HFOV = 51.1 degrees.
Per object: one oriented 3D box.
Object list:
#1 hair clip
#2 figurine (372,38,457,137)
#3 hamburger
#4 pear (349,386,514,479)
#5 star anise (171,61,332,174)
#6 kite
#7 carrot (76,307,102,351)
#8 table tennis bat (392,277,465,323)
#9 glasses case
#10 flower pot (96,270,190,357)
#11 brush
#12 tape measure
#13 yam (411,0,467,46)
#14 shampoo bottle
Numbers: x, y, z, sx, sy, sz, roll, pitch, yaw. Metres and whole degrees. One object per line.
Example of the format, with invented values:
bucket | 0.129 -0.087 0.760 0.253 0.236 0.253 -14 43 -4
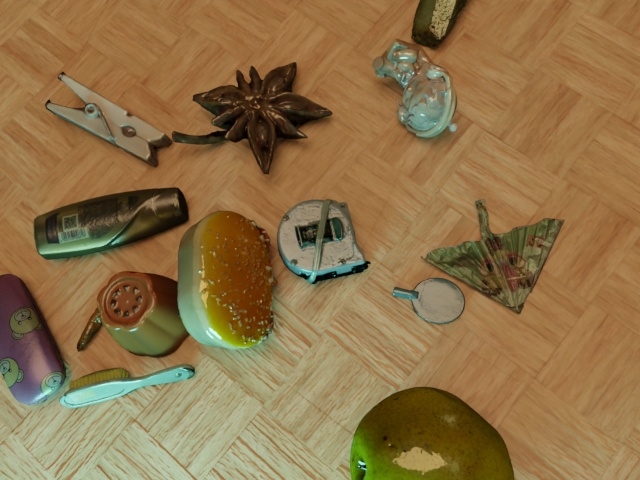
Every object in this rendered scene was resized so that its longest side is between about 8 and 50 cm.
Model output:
hair clip | -0.525 -0.294 1.648 0.330 0.085 0.101 29 80 15
figurine | 0.226 -0.339 1.523 0.141 0.162 0.237 -9 65 -41
hamburger | -0.192 0.082 1.404 0.151 0.227 0.296 -11 72 29
pear | 0.190 0.411 1.211 0.293 0.294 0.295 -3 71 7
star anise | -0.157 -0.298 1.588 0.292 0.109 0.349 33 68 24
kite | 0.385 0.032 1.445 0.322 0.013 0.268 -17 71 0
carrot | -0.504 0.178 1.513 0.035 0.036 0.165 29 80 16
table tennis bat | 0.231 0.125 1.433 0.154 0.019 0.100 10 73 10
glasses case | -0.676 0.217 1.501 0.123 0.076 0.316 -34 70 -4
flower pot | -0.380 0.148 1.433 0.190 0.173 0.191 -2 71 5
brush | -0.418 0.298 1.453 0.296 0.068 0.060 -13 48 0
tape measure | -0.005 0.001 1.464 0.180 0.107 0.182 -18 72 -5
yam | 0.310 -0.598 1.626 0.106 0.106 0.259 29 76 16
shampoo bottle | -0.485 -0.046 1.560 0.349 0.084 0.126 -14 72 3
